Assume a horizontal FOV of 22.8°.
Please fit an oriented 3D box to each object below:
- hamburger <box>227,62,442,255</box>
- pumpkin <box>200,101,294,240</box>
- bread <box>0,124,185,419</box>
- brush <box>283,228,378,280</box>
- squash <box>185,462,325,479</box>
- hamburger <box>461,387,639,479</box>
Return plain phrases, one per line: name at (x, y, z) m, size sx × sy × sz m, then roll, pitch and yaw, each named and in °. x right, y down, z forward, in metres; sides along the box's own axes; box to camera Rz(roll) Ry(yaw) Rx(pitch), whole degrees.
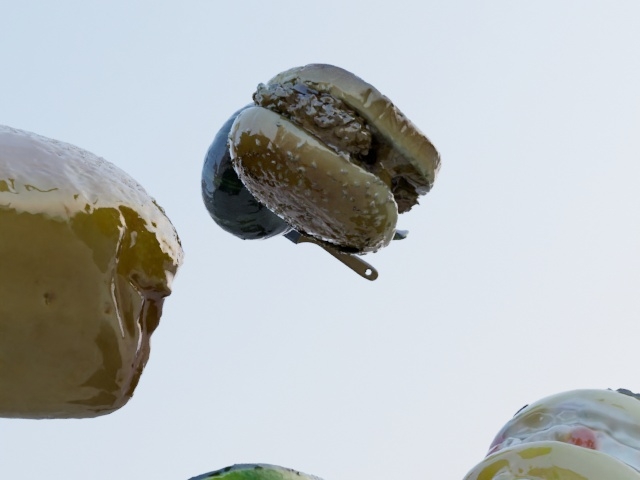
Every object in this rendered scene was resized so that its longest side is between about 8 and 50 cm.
hamburger at (0.009, -0.070, 1.393) m, size 0.118 × 0.182 × 0.191 m, roll -61°, pitch -3°, yaw -20°
pumpkin at (-0.062, -0.078, 1.811) m, size 0.167 × 0.125 × 0.167 m, roll -50°, pitch -15°, yaw -19°
bread at (-0.331, 0.004, 1.451) m, size 0.394 × 0.361 × 0.250 m, roll 6°, pitch -78°, yaw -36°
brush at (0.000, 0.000, 1.963) m, size 0.043 × 0.170 × 0.014 m, roll -56°, pitch -8°, yaw -2°
squash at (-0.091, 0.368, 1.963) m, size 0.234 × 0.210 × 0.309 m, roll -34°, pitch -66°, yaw 17°
hamburger at (0.213, 0.284, 1.403) m, size 0.303 × 0.261 × 0.186 m, roll -19°, pitch 11°, yaw 42°
